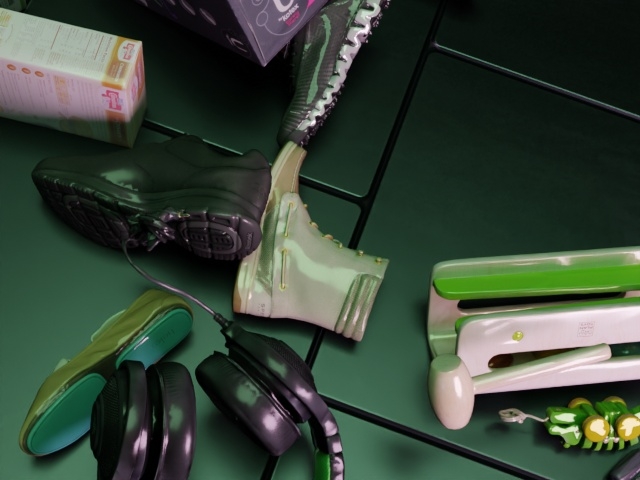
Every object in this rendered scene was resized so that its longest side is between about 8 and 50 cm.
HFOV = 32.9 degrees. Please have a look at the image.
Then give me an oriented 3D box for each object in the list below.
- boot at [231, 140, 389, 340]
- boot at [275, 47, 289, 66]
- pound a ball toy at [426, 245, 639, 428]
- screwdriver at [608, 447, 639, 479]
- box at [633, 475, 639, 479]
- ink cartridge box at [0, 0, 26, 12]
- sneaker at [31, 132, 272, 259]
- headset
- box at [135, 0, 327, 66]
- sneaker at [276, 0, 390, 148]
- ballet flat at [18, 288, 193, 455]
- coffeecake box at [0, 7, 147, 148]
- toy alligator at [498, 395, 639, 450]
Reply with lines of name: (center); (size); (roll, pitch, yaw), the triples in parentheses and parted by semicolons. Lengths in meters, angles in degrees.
boot: (0.000, 0.000, 1.243); (0.165, 0.077, 0.213); (14, 70, 1)
boot: (0.044, -0.331, 1.392); (0.264, 0.096, 0.280); (41, 72, 4)
pound a ball toy: (0.247, 0.122, 1.164); (0.319, 0.136, 0.208); (-5, 31, -9)
screwdriver: (0.384, 0.218, 1.217); (0.170, 0.024, 0.025); (-38, 103, -22)
box: (0.354, 0.306, 1.174); (0.067, 0.018, 0.083); (-32, 73, -18)
ink cartridge box: (-0.479, -0.343, 1.352); (0.209, 0.062, 0.109); (43, 68, 13)
sneaker: (-0.186, -0.061, 1.224); (0.286, 0.109, 0.130); (10, 57, 13)
headset: (-0.124, 0.162, 1.100); (0.243, 0.185, 0.394); (-16, 97, -19)
box: (-0.126, -0.349, 1.291); (0.270, 0.143, 0.165); (32, 73, 35)
sneaker: (-0.011, -0.222, 1.320); (0.106, 0.078, 0.234); (28, 83, -2)
ballet flat: (-0.238, 0.138, 1.167); (0.232, 0.080, 0.073); (-40, 47, -23)
coffeecake box: (-0.301, -0.187, 1.257); (0.185, 0.142, 0.068); (14, 65, -1)
toy alligator: (0.288, 0.208, 1.197); (0.189, 0.056, 0.051); (-2, 106, -7)
